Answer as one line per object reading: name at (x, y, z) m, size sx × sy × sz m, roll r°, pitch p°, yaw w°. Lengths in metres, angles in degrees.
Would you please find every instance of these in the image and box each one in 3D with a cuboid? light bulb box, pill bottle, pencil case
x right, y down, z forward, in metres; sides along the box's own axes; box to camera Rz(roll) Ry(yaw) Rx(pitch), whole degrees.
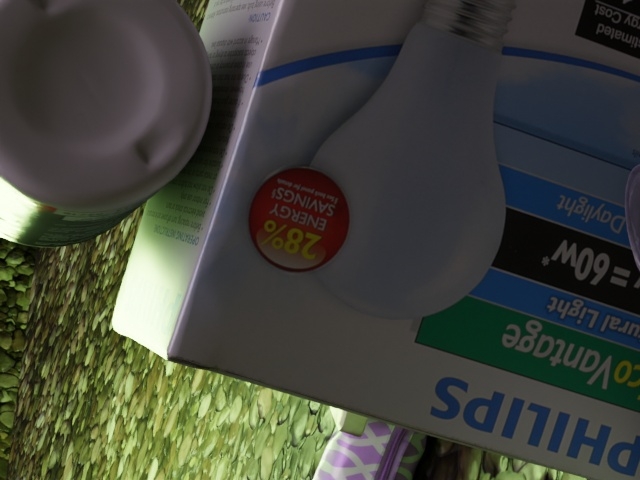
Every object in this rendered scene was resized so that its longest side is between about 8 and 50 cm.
light bulb box at (0.084, -0.050, 1.240) m, size 0.225 × 0.358 × 0.361 m, roll -168°, pitch 95°, yaw -74°
pill bottle at (-0.181, -0.080, 1.211) m, size 0.283 × 0.161 × 0.161 m, roll 154°, pitch 132°, yaw -72°
pencil case at (0.033, 0.231, 1.554) m, size 0.088 × 0.086 × 0.206 m, roll -165°, pitch 93°, yaw -78°

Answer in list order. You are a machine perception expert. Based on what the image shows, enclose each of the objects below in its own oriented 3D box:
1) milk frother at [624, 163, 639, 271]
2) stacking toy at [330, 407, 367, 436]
milk frother at (0.268, 0.007, 1.002) m, size 0.143 × 0.135 × 0.129 m, roll -155°, pitch 52°, yaw -75°
stacking toy at (0.000, 0.000, 1.557) m, size 0.279 × 0.130 × 0.309 m, roll -66°, pitch 19°, yaw 8°
